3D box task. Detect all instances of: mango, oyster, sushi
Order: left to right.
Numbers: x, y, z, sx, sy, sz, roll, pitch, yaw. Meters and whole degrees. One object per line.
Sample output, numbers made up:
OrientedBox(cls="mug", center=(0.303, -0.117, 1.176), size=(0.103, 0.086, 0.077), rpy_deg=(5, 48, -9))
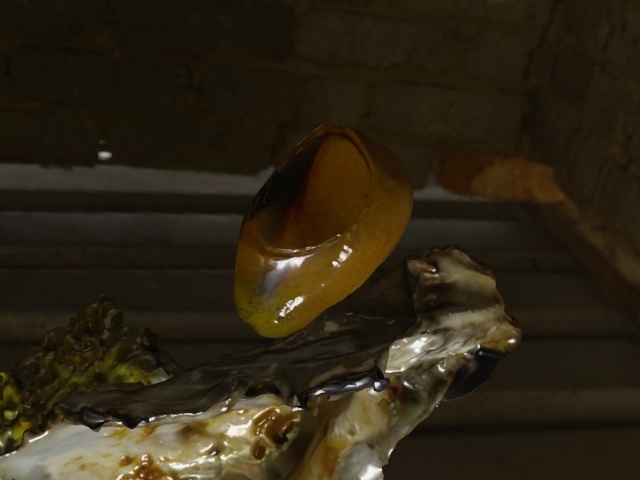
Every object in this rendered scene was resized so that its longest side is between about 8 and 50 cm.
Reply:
OrientedBox(cls="sushi", center=(-0.189, 0.266, 1.106), size=(0.351, 0.396, 0.240), rpy_deg=(34, -115, 17))
OrientedBox(cls="oyster", center=(-0.038, 0.113, 0.593), size=(0.198, 0.337, 0.133), rpy_deg=(47, -165, -29))
OrientedBox(cls="mango", center=(0.000, 0.000, 1.047), size=(0.136, 0.236, 0.166), rpy_deg=(41, 177, 12))
